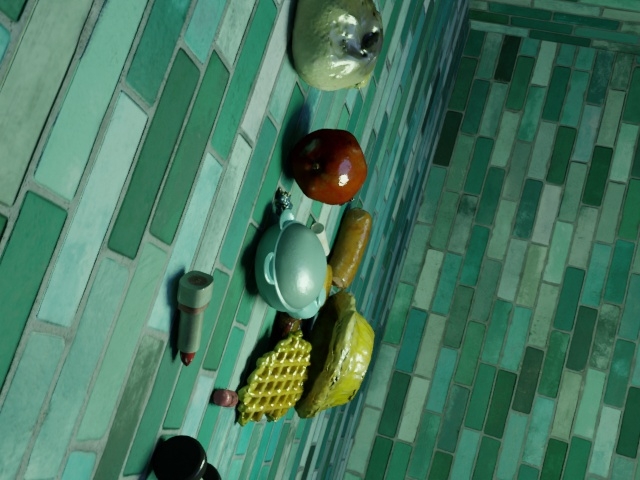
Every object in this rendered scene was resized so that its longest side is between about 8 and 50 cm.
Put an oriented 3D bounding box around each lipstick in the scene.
[{"bbox_3d":[-0.236,0.149,1.286,0.063,0.057,0.186,-47,153,-61],"label":"lipstick"},{"bbox_3d":[0.000,0.000,2.014,0.141,0.040,0.040,76,32,-61],"label":"lipstick"}]

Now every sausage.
[{"bbox_3d":[0.091,0.023,2.250,0.109,0.109,0.271,68,39,-65],"label":"sausage"}]

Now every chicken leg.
[{"bbox_3d":[-0.080,0.250,1.888,0.105,0.063,0.234,-36,141,-42],"label":"chicken leg"}]

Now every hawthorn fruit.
[{"bbox_3d":[0.016,-0.173,1.647,0.202,0.185,0.185,-10,114,-73],"label":"hawthorn fruit"}]

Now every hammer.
[{"bbox_3d":[-0.210,0.348,1.577,0.083,0.043,0.043,48,58,-71],"label":"hammer"}]

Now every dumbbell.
[{"bbox_3d":[-0.256,0.459,1.395,0.191,0.100,0.100,83,26,-54],"label":"dumbbell"}]

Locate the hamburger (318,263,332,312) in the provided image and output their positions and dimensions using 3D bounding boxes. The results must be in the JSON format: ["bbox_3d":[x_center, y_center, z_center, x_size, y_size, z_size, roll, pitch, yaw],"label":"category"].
[{"bbox_3d":[-0.014,0.132,2.005,0.138,0.083,0.147,2,97,-75],"label":"hamburger"}]

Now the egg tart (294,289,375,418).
[{"bbox_3d":[0.045,0.334,2.037,0.388,0.169,0.388,-159,-90,-83],"label":"egg tart"}]

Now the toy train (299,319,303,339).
[{"bbox_3d":[-0.070,0.207,1.937,0.055,0.048,0.252,-62,159,-49],"label":"toy train"}]

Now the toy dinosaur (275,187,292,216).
[{"bbox_3d":[-0.082,-0.086,1.658,0.083,0.030,0.047,83,28,-54],"label":"toy dinosaur"}]

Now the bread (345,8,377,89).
[{"bbox_3d":[0.086,-0.487,1.768,0.138,0.102,0.196,72,32,-67],"label":"bread"}]

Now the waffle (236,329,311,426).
[{"bbox_3d":[-0.112,0.366,1.809,0.291,0.051,0.291,-37,139,-42],"label":"waffle"}]

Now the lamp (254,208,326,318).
[{"bbox_3d":[-0.061,0.075,1.658,0.284,0.147,0.209,83,23,-55],"label":"lamp"}]

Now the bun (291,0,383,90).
[{"bbox_3d":[0.045,-0.454,1.541,0.273,0.168,0.273,-44,141,-52],"label":"bun"}]
